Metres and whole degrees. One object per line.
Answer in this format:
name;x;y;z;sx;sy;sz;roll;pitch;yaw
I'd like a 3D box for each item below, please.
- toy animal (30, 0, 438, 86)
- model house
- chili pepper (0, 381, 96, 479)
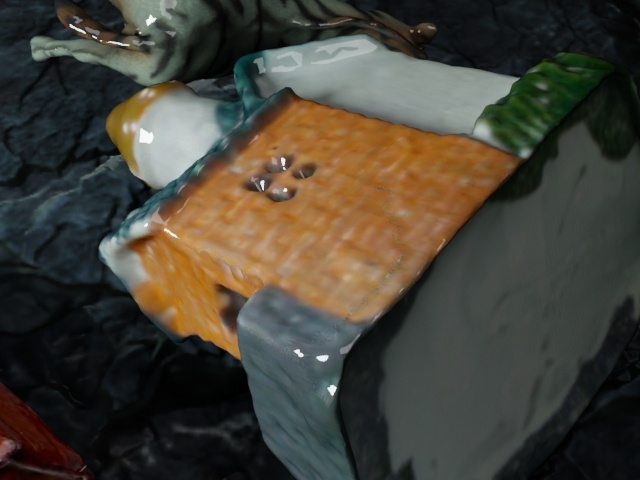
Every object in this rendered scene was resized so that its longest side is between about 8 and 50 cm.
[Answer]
toy animal;-0.065;-0.150;0.882;0.255;0.090;0.170;-9;25;-30
model house;0.000;0.000;0.760;0.301;0.190;0.271;24;54;33
chili pepper;-0.237;0.099;0.675;0.252;0.136;0.144;37;100;33
